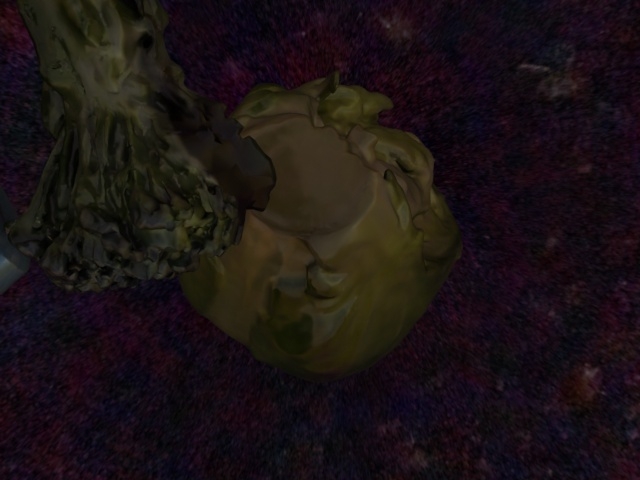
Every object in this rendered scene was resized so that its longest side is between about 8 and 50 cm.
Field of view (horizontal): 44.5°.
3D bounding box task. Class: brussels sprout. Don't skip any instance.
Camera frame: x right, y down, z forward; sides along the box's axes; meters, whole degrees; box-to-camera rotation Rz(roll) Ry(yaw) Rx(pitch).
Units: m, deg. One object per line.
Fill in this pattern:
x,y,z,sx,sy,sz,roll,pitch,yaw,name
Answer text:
0.000,0.000,0.861,0.315,0.371,0.275,-38,68,8,brussels sprout

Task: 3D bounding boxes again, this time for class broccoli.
-0.146,-0.118,0.474,0.146,0.165,0.303,-19,94,-33,broccoli

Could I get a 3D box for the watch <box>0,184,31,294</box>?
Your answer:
-0.319,-0.016,0.491,0.193,0.211,0.210,-31,94,-2,watch
